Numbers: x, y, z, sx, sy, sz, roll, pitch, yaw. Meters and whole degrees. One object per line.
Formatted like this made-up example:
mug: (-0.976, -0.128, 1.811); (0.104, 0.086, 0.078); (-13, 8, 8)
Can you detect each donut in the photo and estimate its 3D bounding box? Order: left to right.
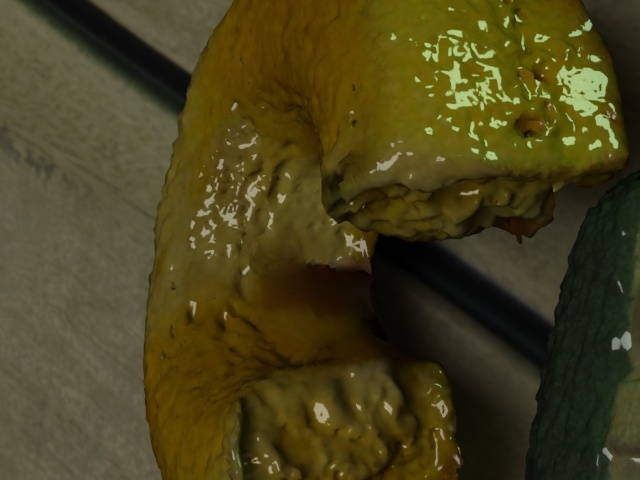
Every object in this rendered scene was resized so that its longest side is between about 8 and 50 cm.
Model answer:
donut: (0.000, 0.000, 1.247); (0.377, 0.163, 0.435); (47, 123, 59)

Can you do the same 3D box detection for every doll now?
doll: (0.240, 0.107, 1.122); (0.247, 0.247, 0.350); (-16, 64, 33)
